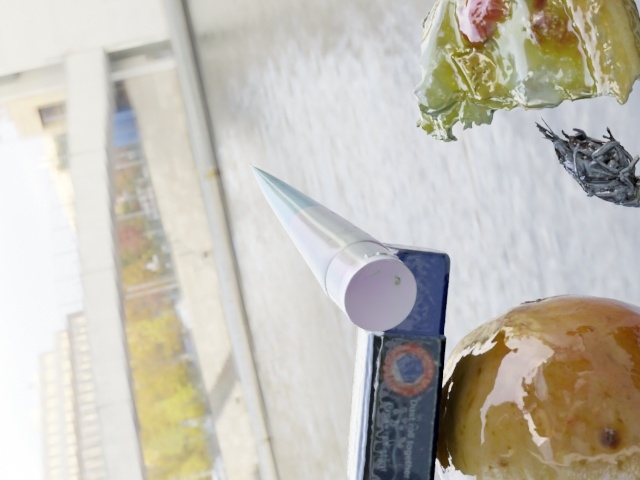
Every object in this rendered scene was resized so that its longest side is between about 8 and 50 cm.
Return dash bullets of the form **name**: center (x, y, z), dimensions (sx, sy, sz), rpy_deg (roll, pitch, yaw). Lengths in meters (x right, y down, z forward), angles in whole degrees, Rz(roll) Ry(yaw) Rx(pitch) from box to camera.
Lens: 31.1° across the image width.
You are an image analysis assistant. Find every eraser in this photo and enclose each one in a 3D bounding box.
- **eraser**: center (0.095, 0.171, 1.453), dimensions (0.155, 0.102, 0.332), rpy_deg (-155, 71, -83)

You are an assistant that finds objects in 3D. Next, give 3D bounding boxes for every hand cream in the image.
- **hand cream**: center (0.000, 0.000, 1.118), dimensions (0.111, 0.070, 0.312), rpy_deg (43, 179, -24)

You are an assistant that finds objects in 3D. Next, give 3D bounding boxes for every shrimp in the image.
- **shrimp**: center (0.276, -0.076, 1.133), dimensions (0.065, 0.165, 0.056), rpy_deg (-35, 37, 42)

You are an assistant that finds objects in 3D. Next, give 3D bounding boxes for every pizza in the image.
- **pizza**: center (0.151, -0.172, 1.001), dimensions (0.280, 0.075, 0.287), rpy_deg (61, 143, 24)

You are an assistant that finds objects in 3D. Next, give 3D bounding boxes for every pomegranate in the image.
- **pomegranate**: center (0.333, 0.275, 1.499), dimensions (0.410, 0.410, 0.410), rpy_deg (166, 90, -84)
